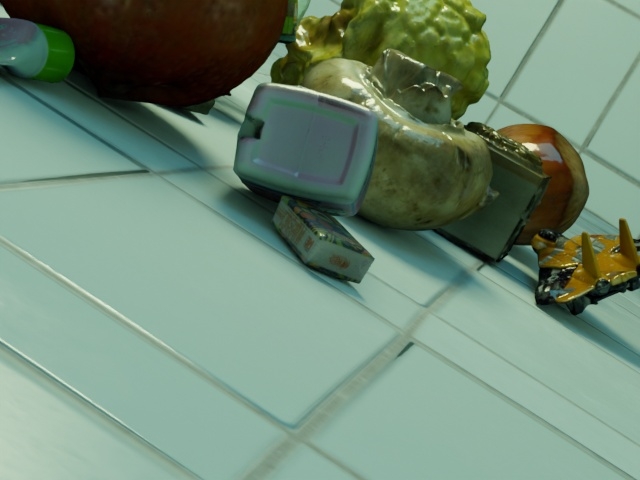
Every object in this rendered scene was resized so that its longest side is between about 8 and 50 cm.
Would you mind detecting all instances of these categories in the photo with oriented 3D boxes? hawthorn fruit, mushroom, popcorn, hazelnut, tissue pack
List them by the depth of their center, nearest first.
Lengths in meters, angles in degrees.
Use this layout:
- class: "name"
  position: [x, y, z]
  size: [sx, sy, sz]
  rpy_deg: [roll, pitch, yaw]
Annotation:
- class: "tissue pack"
  position: [0.000, 0.000, 1.126]
  size: [0.063, 0.035, 0.083]
  rpy_deg: [24, 14, -32]
- class: "hawthorn fruit"
  position: [-0.172, -0.280, 1.263]
  size: [0.295, 0.311, 0.295]
  rpy_deg: [-6, 5, 0]
- class: "mushroom"
  position: [0.088, -0.110, 1.484]
  size: [0.255, 0.184, 0.255]
  rpy_deg: [25, 4, -2]
- class: "popcorn"
  position: [0.075, -0.226, 1.652]
  size: [0.286, 0.174, 0.225]
  rpy_deg: [-7, -24, 1]
- class: "hazelnut"
  position: [0.283, -0.081, 1.910]
  size: [0.214, 0.176, 0.214]
  rpy_deg: [2, -4, 0]

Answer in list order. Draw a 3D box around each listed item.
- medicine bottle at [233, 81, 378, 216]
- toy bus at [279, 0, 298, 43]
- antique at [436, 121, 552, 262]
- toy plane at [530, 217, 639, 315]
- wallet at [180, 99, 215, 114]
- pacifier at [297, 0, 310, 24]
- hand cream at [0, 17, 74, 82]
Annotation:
- class: "medicine bottle"
  position: [-0.010, -0.078, 1.223]
  size: [0.119, 0.094, 0.188]
  rpy_deg: [15, -4, 3]
- class: "toy bus"
  position: [-0.125, -0.274, 1.517]
  size: [0.091, 0.109, 0.261]
  rpy_deg: [14, 11, 32]
- class: "antique"
  position: [0.209, -0.068, 1.705]
  size: [0.152, 0.148, 0.146]
  rpy_deg: [30, 8, 9]
- class: "toy plane"
  position: [0.329, 0.032, 1.702]
  size: [0.316, 0.204, 0.103]
  rpy_deg: [173, -103, -82]
- class: "wallet"
  position: [-0.229, -0.220, 1.482]
  size: [0.168, 0.052, 0.245]
  rpy_deg: [16, 20, -42]
- class: "pacifier"
  position: [-0.182, -0.329, 1.755]
  size: [0.343, 0.288, 0.269]
  rpy_deg: [31, -24, 14]
- class: "hand cream"
  position: [-0.306, -0.167, 1.055]
  size: [0.079, 0.050, 0.275]
  rpy_deg: [8, 3, 32]
